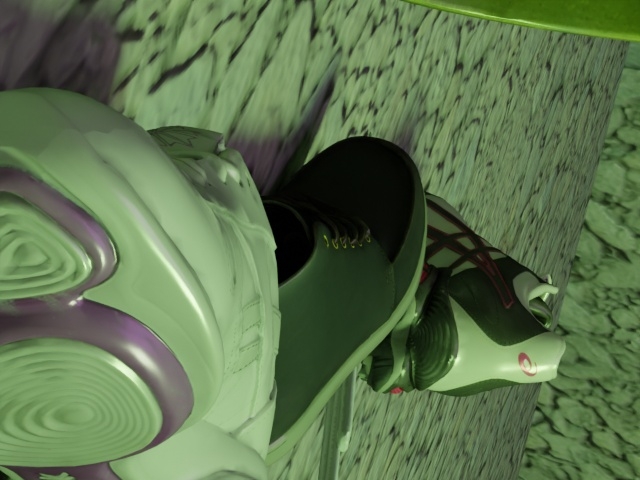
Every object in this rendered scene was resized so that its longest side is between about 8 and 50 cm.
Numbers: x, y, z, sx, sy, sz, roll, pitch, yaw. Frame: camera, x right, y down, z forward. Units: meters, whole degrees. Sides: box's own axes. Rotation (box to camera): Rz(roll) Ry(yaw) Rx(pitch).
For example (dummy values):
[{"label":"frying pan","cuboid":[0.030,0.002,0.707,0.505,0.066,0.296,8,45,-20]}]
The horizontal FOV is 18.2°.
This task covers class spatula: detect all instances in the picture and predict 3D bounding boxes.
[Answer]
[{"label":"spatula","cuboid":[0.016,0.074,1.174,0.242,0.019,0.168,-85,-175,-48]}]

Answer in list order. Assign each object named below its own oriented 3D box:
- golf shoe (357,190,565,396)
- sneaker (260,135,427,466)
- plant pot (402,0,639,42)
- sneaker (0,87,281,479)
[{"label":"golf shoe","cuboid":[0.092,0.043,1.310,0.273,0.120,0.105,-77,177,-73]},{"label":"sneaker","cuboid":[0.000,0.000,0.969,0.118,0.083,0.222,95,19,-46]},{"label":"plant pot","cuboid":[0.173,-0.283,0.824,0.366,0.366,0.353,23,73,-78]},{"label":"sneaker","cuboid":[-0.076,0.010,0.655,0.305,0.114,0.152,81,11,-66]}]
